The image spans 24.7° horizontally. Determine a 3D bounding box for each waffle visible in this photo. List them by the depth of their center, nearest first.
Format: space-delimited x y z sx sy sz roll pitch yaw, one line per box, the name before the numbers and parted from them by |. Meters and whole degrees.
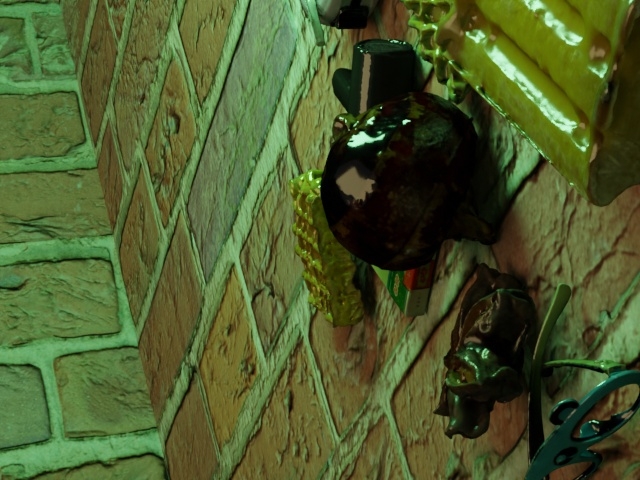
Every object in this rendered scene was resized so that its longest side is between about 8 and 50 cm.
waffle | 0.165 -0.294 1.764 0.204 0.054 0.223 64 152 24
waffle | -0.001 0.000 2.212 0.219 0.057 0.229 -145 44 -74

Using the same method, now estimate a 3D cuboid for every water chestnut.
water chestnut | 0.111 -0.064 1.783 0.223 0.238 0.224 -158 90 -88

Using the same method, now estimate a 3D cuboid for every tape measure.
tape measure | 0.019 -0.386 2.055 0.196 0.105 0.178 -118 30 -43

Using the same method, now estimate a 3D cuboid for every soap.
soap | 0.258 -0.236 1.401 0.335 0.156 0.294 -124 38 -52

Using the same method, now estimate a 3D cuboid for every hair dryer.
hair dryer | 0.057 -0.196 2.042 0.251 0.089 0.197 -127 37 -65

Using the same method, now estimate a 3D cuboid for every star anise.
star anise | 0.197 0.128 1.689 0.214 0.099 0.220 117 172 -50

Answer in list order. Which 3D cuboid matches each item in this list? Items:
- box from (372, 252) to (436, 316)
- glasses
box | 0.097 -0.013 2.031 0.235 0.034 0.132 -122 33 -50
glasses | 0.278 0.163 1.575 0.239 0.102 0.207 110 176 -50
